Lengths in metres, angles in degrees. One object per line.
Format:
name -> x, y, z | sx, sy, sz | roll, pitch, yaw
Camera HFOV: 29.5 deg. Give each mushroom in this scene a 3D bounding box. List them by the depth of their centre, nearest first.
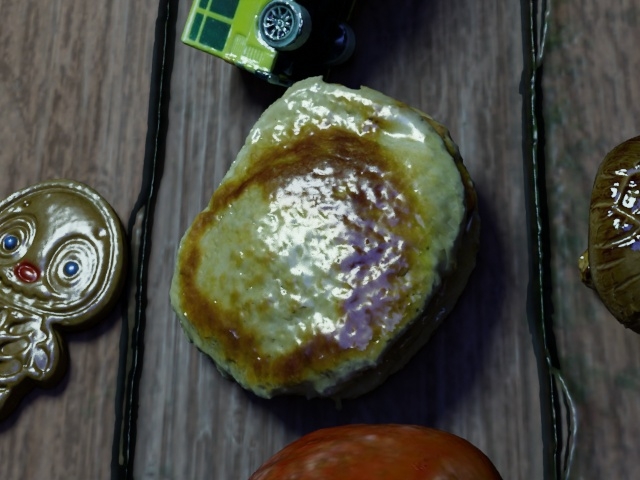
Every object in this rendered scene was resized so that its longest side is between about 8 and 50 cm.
mushroom -> 0.202, -0.004, 0.697 | 0.109, 0.085, 0.126 | -6, 72, 12

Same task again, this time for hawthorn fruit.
hawthorn fruit -> 0.033, 0.177, 0.620 | 0.185, 0.185, 0.202 | 12, 35, 20

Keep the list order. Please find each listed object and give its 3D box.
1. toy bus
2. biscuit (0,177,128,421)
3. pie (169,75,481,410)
toy bus -> -0.017, -0.194, 0.806 | 0.101, 0.088, 0.175 | 24, 100, 27
biscuit -> -0.199, 0.037, 0.820 | 0.124, 0.026, 0.175 | 19, 73, 22
pie -> 0.000, 0.000, 0.750 | 0.179, 0.084, 0.205 | 28, 80, 24
